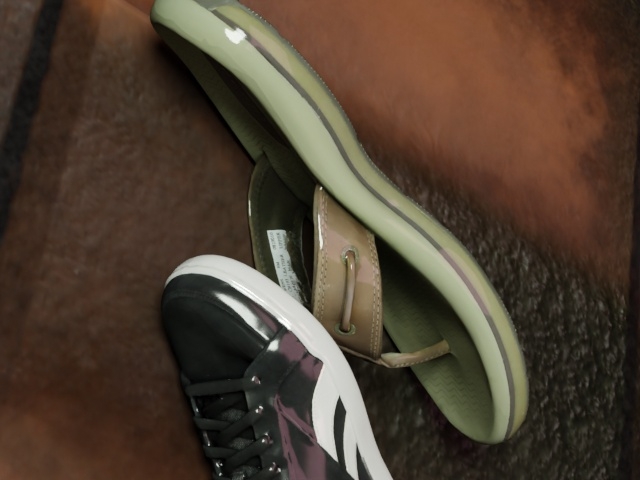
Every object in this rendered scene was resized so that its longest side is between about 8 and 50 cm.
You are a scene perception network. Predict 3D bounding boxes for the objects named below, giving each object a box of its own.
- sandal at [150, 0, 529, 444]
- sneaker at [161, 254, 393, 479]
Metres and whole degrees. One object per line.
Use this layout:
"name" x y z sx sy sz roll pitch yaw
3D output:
"sandal" -0.001 -0.001 0.820 0.086 0.120 0.303 -46 111 -15
"sneaker" -0.027 0.122 0.752 0.217 0.079 0.121 58 42 -16
